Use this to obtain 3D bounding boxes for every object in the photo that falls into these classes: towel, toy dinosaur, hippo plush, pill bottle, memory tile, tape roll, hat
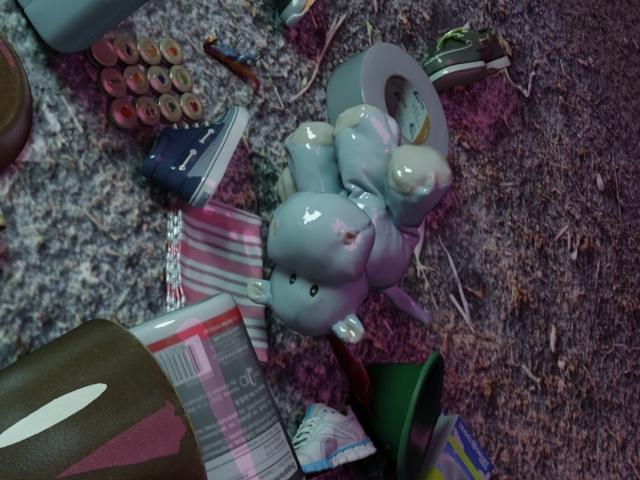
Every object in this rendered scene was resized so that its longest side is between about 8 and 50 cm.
[{"bbox_3d":[-0.116,0.041,1.074,0.144,0.029,0.197,19,59,-46],"label":"towel"},{"bbox_3d":[-0.114,-0.240,1.202,0.082,0.047,0.090,-10,91,-33],"label":"toy dinosaur"},{"bbox_3d":[0.000,0.000,1.105,0.236,0.234,0.294,-39,145,-45],"label":"hippo plush"},{"bbox_3d":[-0.109,0.208,0.897,0.161,0.161,0.283,-23,92,-52],"label":"pill bottle"},{"bbox_3d":[-0.204,-0.189,1.089,0.148,0.012,0.113,-17,86,-52],"label":"memory tile"},{"bbox_3d":[0.107,-0.189,1.416,0.219,0.072,0.219,24,57,-42],"label":"tape roll"},{"bbox_3d":[0.054,0.201,1.213,0.173,0.183,0.209,15,88,-71],"label":"hat"}]

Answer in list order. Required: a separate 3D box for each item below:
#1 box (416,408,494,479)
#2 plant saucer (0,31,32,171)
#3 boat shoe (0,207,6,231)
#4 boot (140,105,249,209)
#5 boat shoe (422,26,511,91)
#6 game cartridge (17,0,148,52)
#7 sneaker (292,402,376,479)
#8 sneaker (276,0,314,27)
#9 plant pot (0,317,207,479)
[{"bbox_3d":[0.184,0.331,1.292,0.109,0.042,0.178,56,40,-17],"label":"box"},{"bbox_3d":[-0.353,-0.155,0.874,0.198,0.036,0.199,25,54,-41],"label":"plant saucer"},{"bbox_3d":[-0.333,-0.005,0.816,0.045,0.050,0.135,57,39,-6],"label":"boat shoe"},{"bbox_3d":[-0.145,-0.119,1.087,0.086,0.069,0.190,30,34,-12],"label":"boot"},{"bbox_3d":[0.246,-0.324,1.623,0.305,0.109,0.091,-26,93,-58],"label":"boat shoe"},{"bbox_3d":[-0.274,-0.354,0.930,0.062,0.198,0.297,-24,92,-53],"label":"game cartridge"},{"bbox_3d":[-0.010,0.238,1.090,0.190,0.071,0.083,-1,68,-59],"label":"sneaker"},{"bbox_3d":[-0.050,-0.399,1.329,0.083,0.084,0.215,17,56,-30],"label":"sneaker"},{"bbox_3d":[-0.243,0.201,0.728,0.230,0.215,0.215,-21,90,-38],"label":"plant pot"}]
